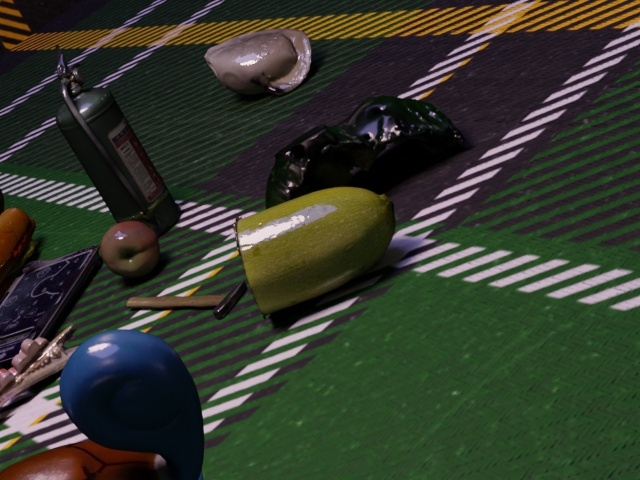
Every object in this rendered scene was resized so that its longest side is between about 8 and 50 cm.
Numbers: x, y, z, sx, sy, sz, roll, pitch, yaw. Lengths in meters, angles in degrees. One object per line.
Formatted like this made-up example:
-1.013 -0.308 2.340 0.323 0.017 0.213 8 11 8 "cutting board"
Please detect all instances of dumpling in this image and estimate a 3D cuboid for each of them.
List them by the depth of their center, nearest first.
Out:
-0.096 -0.299 2.230 0.176 0.092 0.150 3 42 48 "dumpling"

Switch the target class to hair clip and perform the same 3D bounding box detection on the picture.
-0.382 0.176 1.662 0.214 0.062 0.056 -37 67 -21 "hair clip"

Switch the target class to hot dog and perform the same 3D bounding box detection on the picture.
-0.478 0.021 2.029 0.062 0.092 0.236 -3 29 11 "hot dog"

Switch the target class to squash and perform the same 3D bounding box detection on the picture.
0.000 0.000 1.525 0.186 0.123 0.123 -22 25 7 "squash"

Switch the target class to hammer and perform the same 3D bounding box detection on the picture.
-0.174 0.075 1.687 0.199 0.013 0.062 -3 35 44 "hammer"

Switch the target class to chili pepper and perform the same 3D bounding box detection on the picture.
0.032 -0.113 1.703 0.264 0.116 0.148 -31 21 -6 "chili pepper"

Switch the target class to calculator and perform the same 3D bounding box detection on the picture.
-0.413 0.102 1.873 0.165 0.028 0.274 -17 27 26 "calculator"

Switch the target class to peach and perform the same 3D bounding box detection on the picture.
-0.257 0.011 1.817 0.083 0.083 0.083 -24 25 12 "peach"

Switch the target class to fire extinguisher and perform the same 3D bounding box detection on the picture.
-0.302 -0.137 1.893 0.093 0.294 0.118 -22 26 13 "fire extinguisher"

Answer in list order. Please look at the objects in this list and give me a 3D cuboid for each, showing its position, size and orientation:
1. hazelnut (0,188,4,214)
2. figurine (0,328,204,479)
-0.577 -0.013 2.107 0.210 0.210 0.186 -35 38 -13 "hazelnut"
-0.213 0.275 1.147 0.416 0.243 0.298 -46 31 11 "figurine"
